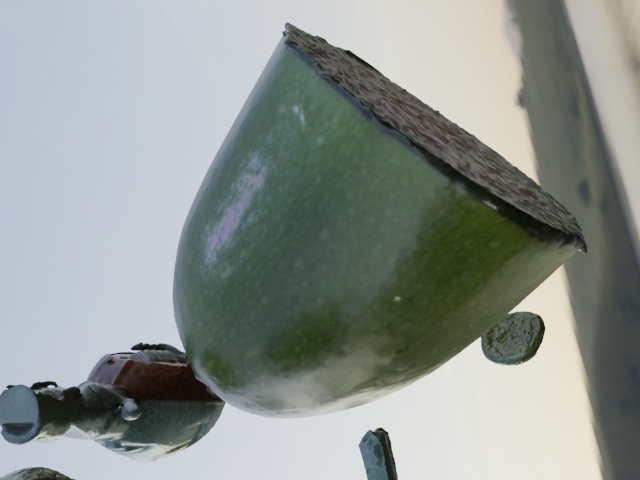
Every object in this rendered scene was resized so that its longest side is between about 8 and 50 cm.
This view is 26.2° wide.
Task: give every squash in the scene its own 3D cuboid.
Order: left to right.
[{"bbox_3d":[0.011,0.029,1.150,0.310,0.309,0.310,34,-169,-7],"label":"squash"}]

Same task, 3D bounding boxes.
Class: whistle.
[{"bbox_3d":[-0.220,0.174,1.474,0.346,0.142,0.133,10,-77,-65],"label":"whistle"}]

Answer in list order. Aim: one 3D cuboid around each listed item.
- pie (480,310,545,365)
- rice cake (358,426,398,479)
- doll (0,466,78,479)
[{"bbox_3d":[0.233,0.117,1.653,0.084,0.084,0.021,-93,-21,-48],"label":"pie"},{"bbox_3d":[0.080,0.326,1.619,0.043,0.034,0.211,14,-116,-66],"label":"rice cake"},{"bbox_3d":[-0.309,0.343,1.284,0.278,0.149,0.175,-65,-29,-15],"label":"doll"}]
